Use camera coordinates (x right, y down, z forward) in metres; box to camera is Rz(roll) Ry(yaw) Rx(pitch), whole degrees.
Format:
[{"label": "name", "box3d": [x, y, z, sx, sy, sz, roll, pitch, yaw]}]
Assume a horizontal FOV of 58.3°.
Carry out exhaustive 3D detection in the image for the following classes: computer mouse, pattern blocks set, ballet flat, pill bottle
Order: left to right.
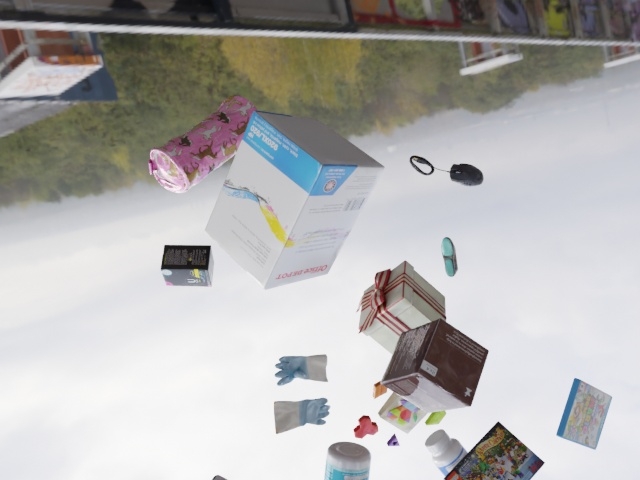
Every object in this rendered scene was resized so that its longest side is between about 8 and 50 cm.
[{"label": "pill bottle", "box3d": [0.079, 0.796, 1.838, 0.146, 0.263, 0.146, 6, -177, 0]}, {"label": "pattern blocks set", "box3d": [0.276, 0.512, 1.790, 0.286, 0.324, 0.026, 21, -165, -22]}, {"label": "computer mouse", "box3d": [0.393, -0.220, 1.775, 0.242, 0.071, 0.041, 13, 170, -5]}, {"label": "ballet flat", "box3d": [0.354, 0.041, 1.567, 0.041, 0.114, 0.041, -9, -166, 2]}, {"label": "pill bottle", "box3d": [0.478, 0.792, 2.059, 0.124, 0.221, 0.124, -39, -179, 1]}]

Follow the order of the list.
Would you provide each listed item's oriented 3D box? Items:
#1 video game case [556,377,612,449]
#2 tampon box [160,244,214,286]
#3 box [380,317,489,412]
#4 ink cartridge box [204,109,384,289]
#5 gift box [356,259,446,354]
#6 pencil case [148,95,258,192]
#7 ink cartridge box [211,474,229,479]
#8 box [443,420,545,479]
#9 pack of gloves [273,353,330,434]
[{"label": "video game case", "box3d": [0.535, 0.353, 1.159, 0.166, 0.119, 0.015, 28, 169, -39]}, {"label": "tampon box", "box3d": [-0.457, 0.088, 1.979, 0.161, 0.101, 0.120, 1, 146, -2]}, {"label": "box", "box3d": [0.298, 0.335, 1.512, 0.167, 0.169, 0.203, -61, -170, -30]}, {"label": "ink cartridge box", "box3d": [-0.047, -0.067, 0.951, 0.168, 0.232, 0.171, 41, -152, 27]}, {"label": "gift box", "box3d": [0.274, 0.264, 2.077, 0.276, 0.258, 0.255, -41, -163, 25]}, {"label": "pencil case", "box3d": [-0.352, -0.303, 1.789, 0.167, 0.160, 0.386, -11, -152, 48]}, {"label": "ink cartridge box", "box3d": [-0.089, 0.742, 1.346, 0.270, 0.395, 0.151, -2, -133, 49]}, {"label": "box", "box3d": [0.472, 0.635, 1.569, 0.233, 0.044, 0.159, -38, -121, -19]}, {"label": "pack of gloves", "box3d": [-0.035, 0.408, 1.553, 0.046, 0.194, 0.232, -16, 163, 36]}]
